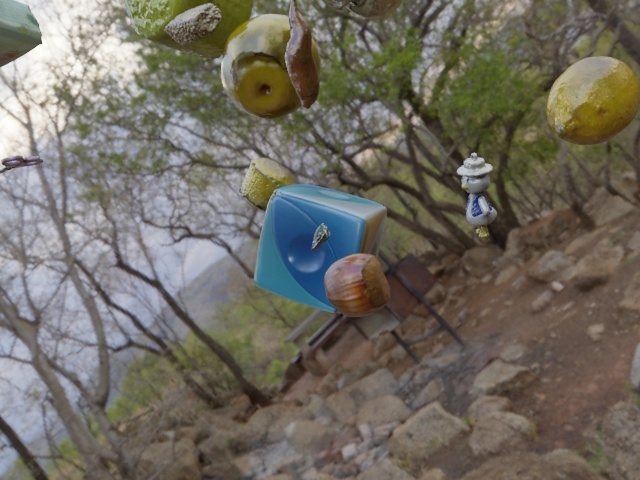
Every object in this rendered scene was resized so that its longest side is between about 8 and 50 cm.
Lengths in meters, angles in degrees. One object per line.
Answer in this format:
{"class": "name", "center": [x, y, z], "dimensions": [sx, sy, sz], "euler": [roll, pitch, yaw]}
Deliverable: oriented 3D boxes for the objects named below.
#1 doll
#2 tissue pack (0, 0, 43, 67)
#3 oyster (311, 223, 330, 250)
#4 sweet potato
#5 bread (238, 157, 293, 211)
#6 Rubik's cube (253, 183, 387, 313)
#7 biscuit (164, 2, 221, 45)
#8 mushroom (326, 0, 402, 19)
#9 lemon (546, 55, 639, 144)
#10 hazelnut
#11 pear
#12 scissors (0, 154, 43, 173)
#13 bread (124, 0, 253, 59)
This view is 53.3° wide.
{"class": "doll", "center": [0.527, -0.152, 2.139], "dimensions": [0.119, 0.293, 0.138], "euler": [-13, 23, -4]}
{"class": "tissue pack", "center": [-1.034, -0.598, 1.802], "dimensions": [0.288, 0.162, 0.388], "euler": [-19, 1, 15]}
{"class": "oyster", "center": [-0.001, 0.000, 1.755], "dimensions": [0.098, 0.037, 0.100], "euler": [-60, 8, 24]}
{"class": "sweet potato", "center": [-0.035, -0.325, 1.096], "dimensions": [0.057, 0.194, 0.056], "euler": [-6, 14, 1]}
{"class": "bread", "center": [-0.192, -0.205, 2.309], "dimensions": [0.170, 0.197, 0.197], "euler": [-53, -6, 22]}
{"class": "Rubik's cube", "center": [0.005, 0.015, 2.143], "dimensions": [0.347, 0.352, 0.351], "euler": [-27, -50, -71]}
{"class": "biscuit", "center": [-0.301, -0.511, 1.514], "dimensions": [0.169, 0.070, 0.082], "euler": [5, 57, 52]}
{"class": "mushroom", "center": [0.095, -0.655, 1.575], "dimensions": [0.202, 0.246, 0.246], "euler": [-44, -3, -14]}
{"class": "lemon", "center": [0.612, -0.311, 1.435], "dimensions": [0.257, 0.188, 0.188], "euler": [-39, -5, -26]}
{"class": "hazelnut", "center": [0.086, 0.106, 1.507], "dimensions": [0.150, 0.150, 0.150], "euler": [-44, -3, -3]}
{"class": "pear", "center": [-0.144, -0.488, 1.754], "dimensions": [0.285, 0.285, 0.336], "euler": [-45, 37, 12]}
{"class": "scissors", "center": [-0.850, -0.202, 1.743], "dimensions": [0.212, 0.021, 0.110], "euler": [-9, -2, 38]}
{"class": "bread", "center": [-0.398, -0.745, 1.933], "dimensions": [0.348, 0.348, 0.308], "euler": [-46, -23, 28]}
